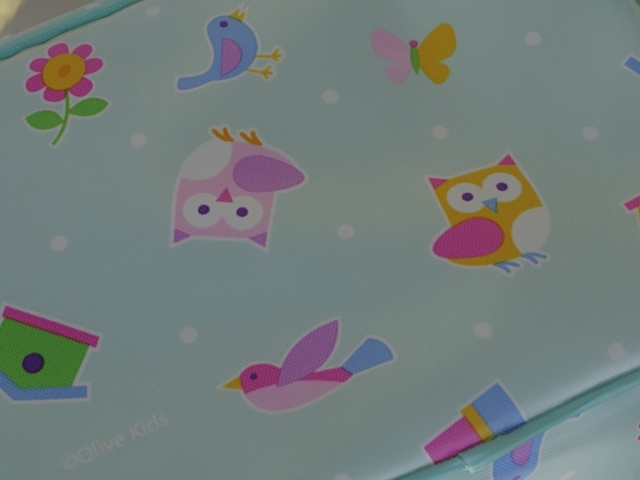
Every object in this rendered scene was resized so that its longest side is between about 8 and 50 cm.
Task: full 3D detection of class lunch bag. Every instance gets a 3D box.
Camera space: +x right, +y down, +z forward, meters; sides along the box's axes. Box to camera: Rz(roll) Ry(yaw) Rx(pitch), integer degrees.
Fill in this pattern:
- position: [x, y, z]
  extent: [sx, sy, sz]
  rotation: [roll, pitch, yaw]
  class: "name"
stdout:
- position: [0.000, 0.000, 0.491]
  extent: [0.279, 0.224, 0.108]
  rotation: [-23, 151, -11]
  class: "lunch bag"
